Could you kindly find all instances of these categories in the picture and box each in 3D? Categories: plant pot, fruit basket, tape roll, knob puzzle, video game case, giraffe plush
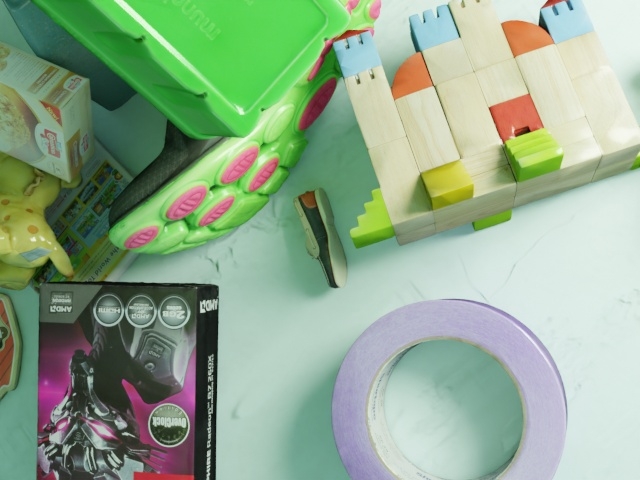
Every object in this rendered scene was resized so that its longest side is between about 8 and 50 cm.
[{"bbox_3d":[-0.310,-0.358,1.129,0.248,0.252,0.247,-35,78,13],"label":"plant pot"},{"bbox_3d":[-0.167,-0.318,0.919,0.392,0.392,0.283,43,91,15],"label":"fruit basket"},{"bbox_3d":[0.155,0.207,1.035,0.274,0.090,0.275,-1,86,17],"label":"tape roll"},{"bbox_3d":[-0.526,0.160,1.282,0.213,0.030,0.213,-1,86,17],"label":"knob puzzle"},{"bbox_3d":[-0.354,-0.023,1.241,0.206,0.026,0.227,43,99,15],"label":"video game case"},{"bbox_3d":[-0.425,-0.045,1.179,0.210,0.181,0.170,-9,62,27],"label":"giraffe plush"}]

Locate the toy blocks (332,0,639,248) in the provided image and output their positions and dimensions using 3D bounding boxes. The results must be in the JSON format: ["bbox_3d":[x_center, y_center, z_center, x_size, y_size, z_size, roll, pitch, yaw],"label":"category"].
[{"bbox_3d":[0.186,-0.168,1.015,0.381,0.191,0.261,-18,73,5],"label":"toy blocks"}]

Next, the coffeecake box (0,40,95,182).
[{"bbox_3d":[-0.393,-0.175,1.112,0.185,0.142,0.068,24,53,6],"label":"coffeecake box"}]

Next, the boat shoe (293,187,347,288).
[{"bbox_3d":[0.000,0.000,1.117,0.043,0.049,0.137,-19,79,19],"label":"boat shoe"}]

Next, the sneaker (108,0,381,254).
[{"bbox_3d":[-0.116,-0.186,1.115,0.202,0.185,0.483,36,89,25],"label":"sneaker"}]

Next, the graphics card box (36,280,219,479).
[{"bbox_3d":[-0.257,0.239,1.149,0.232,0.094,0.371,2,89,14],"label":"graphics card box"}]
